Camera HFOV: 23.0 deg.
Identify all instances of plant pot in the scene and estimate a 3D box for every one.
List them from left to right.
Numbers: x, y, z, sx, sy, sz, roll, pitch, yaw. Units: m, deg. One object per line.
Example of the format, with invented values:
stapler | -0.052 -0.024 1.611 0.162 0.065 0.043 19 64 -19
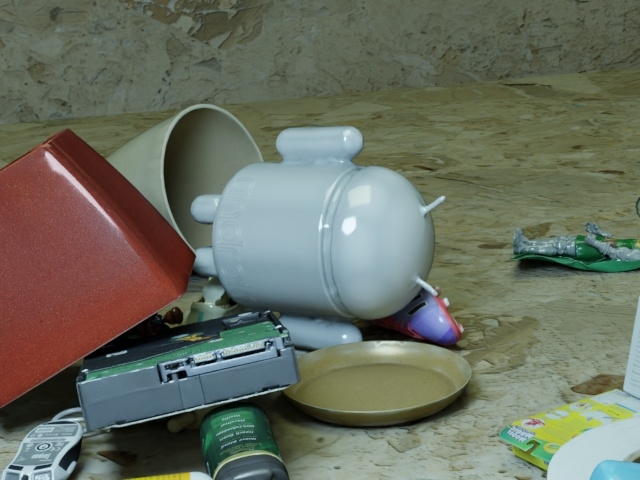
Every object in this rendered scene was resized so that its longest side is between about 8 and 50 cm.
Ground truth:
plant pot | -0.333 0.013 1.931 0.267 0.236 0.267 -32 9 4
plant pot | -0.262 -0.059 2.484 0.274 0.257 0.256 -13 8 36
plant pot | 0.066 0.176 1.914 0.236 0.032 0.236 -3 17 1

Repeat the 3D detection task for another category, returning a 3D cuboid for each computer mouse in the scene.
computer mouse | -0.304 0.257 1.700 0.106 0.042 0.193 -4 22 16

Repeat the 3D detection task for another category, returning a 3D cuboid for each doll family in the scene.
doll family | -0.243 0.120 2.090 0.111 0.076 0.193 -23 21 4

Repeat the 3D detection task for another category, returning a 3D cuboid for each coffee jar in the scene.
coffee jar | -0.075 0.240 1.608 0.079 0.096 0.184 -11 16 -7

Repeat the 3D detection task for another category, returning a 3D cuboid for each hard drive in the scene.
hard drive | -0.154 0.143 1.809 0.236 0.064 0.339 -13 3 -6

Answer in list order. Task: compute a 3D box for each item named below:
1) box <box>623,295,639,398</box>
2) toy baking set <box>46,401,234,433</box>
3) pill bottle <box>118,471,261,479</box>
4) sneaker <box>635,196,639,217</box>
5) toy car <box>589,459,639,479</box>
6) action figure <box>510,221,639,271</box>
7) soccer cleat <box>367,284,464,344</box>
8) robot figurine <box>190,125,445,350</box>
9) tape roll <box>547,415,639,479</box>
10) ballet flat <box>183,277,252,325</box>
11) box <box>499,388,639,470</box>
box | 0.468 0.135 1.745 0.181 0.119 0.182 2 11 -33
toy baking set | -0.213 0.206 1.882 0.196 0.030 0.256 -3 9 22
pill bottle | -0.152 0.277 1.460 0.208 0.118 0.117 -5 16 -6
sneaker | 0.675 -0.068 2.324 0.410 0.182 0.158 5 15 15
toy car | 0.311 0.303 1.167 0.219 0.210 0.238 7 28 -5
action figure | 0.407 0.012 2.362 0.232 0.064 0.137 4 14 12
soccer cleat | 0.111 0.096 2.125 0.095 0.083 0.248 -34 26 -8
robot figurine | 0.000 0.000 2.064 0.353 0.300 0.199 3 9 30
tape roll | 0.352 0.257 1.450 0.286 0.100 0.286 -3 16 1
ballet flat | -0.132 0.079 2.199 0.086 0.086 0.248 -1 16 10
box | 0.291 0.214 1.715 0.179 0.043 0.105 -11 18 -31
